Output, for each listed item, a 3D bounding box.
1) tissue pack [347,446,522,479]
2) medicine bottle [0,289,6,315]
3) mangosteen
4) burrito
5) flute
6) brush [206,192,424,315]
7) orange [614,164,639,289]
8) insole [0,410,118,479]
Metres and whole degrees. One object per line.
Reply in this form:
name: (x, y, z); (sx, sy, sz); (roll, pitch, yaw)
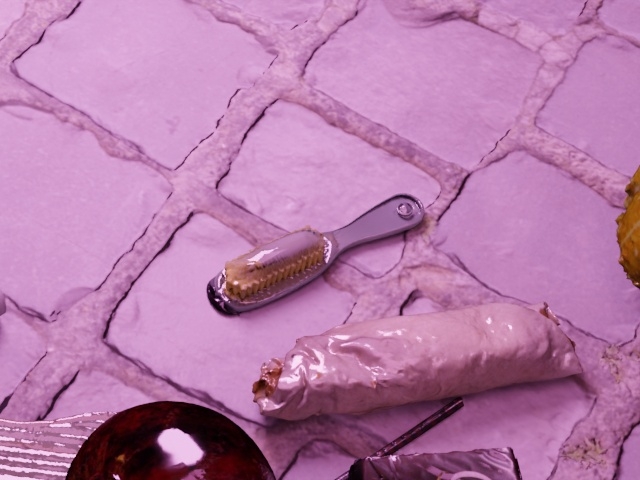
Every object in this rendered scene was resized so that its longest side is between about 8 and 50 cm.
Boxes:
tissue pack: (0.126, 0.403, 1.682); (0.198, 0.210, 0.370); (-7, 55, -4)
medicine bottle: (-0.440, 0.092, 1.876); (0.183, 0.069, 0.119); (-27, 63, -26)
mangosteen: (-0.129, 0.281, 1.740); (0.261, 0.235, 0.235); (20, 44, -46)
burrito: (0.107, 0.133, 1.942); (0.392, 0.076, 0.117); (-8, 49, -17)
flute: (0.058, 0.243, 1.896); (0.269, 0.014, 0.014); (-30, 67, -25)
brush: (0.000, 0.000, 2.016); (0.297, 0.060, 0.068); (-25, 63, -23)
orange: (0.510, -0.013, 2.016); (0.301, 0.223, 0.300); (-25, 65, -27)
insole: (-0.305, 0.228, 1.846); (0.348, 0.009, 0.119); (8, 57, -5)
